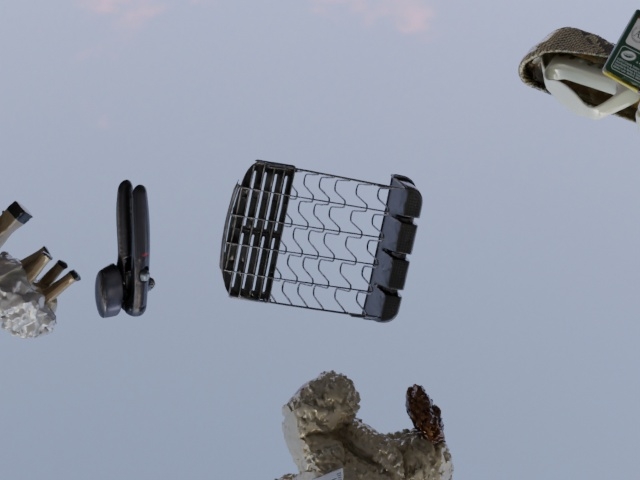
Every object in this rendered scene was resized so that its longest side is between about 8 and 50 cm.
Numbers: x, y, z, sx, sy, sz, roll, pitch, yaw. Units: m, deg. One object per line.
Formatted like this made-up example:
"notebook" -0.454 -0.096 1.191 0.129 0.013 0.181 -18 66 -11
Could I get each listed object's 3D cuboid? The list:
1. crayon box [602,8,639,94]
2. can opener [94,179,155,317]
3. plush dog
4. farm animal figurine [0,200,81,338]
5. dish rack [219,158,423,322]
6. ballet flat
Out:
"crayon box" 0.596 -0.195 1.556 0.363 0.106 0.313 31 -163 13
"can opener" -0.238 0.014 1.389 0.059 0.186 0.073 21 -156 23
"plush dog" 0.072 0.306 1.390 0.225 0.262 0.210 -7 -147 -32
"farm animal figurine" -0.446 -0.041 1.145 0.172 0.327 0.330 -43 -120 -3
"dish rack" 0.000 0.000 1.469 0.271 0.074 0.208 9 -83 -19
"ballet flat" 0.543 -0.252 1.901 0.182 0.164 0.483 -32 -141 -29
